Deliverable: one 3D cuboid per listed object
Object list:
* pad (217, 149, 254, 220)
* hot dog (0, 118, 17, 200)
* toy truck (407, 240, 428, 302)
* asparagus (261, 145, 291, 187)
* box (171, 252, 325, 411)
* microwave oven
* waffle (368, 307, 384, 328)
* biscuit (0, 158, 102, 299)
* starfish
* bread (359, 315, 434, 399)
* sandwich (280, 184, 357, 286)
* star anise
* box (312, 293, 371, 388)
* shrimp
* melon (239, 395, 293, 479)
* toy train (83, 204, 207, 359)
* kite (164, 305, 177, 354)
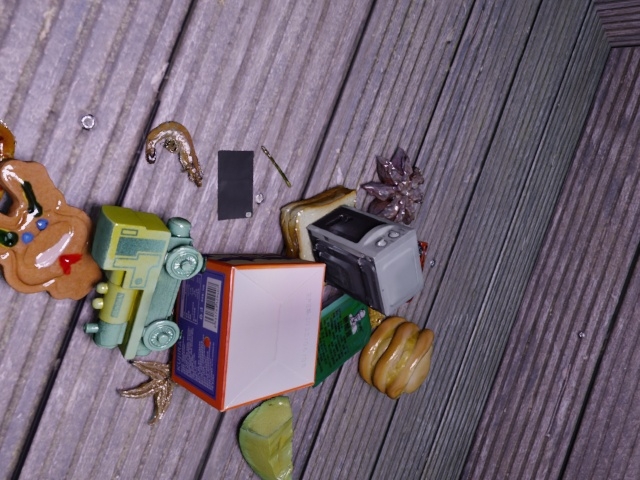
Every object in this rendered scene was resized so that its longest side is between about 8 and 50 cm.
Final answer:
[{"bbox_3d":[-0.233,-0.153,1.270,0.116,0.004,0.193,-10,109,-41],"label":"pad"},{"bbox_3d":[-0.649,-0.120,0.844,0.131,0.069,0.252,13,95,-45],"label":"hot dog"},{"bbox_3d":[0.352,0.119,1.836,0.114,0.107,0.252,4,99,-52],"label":"toy truck"},{"bbox_3d":[-0.127,-0.215,1.347,0.016,0.013,0.166,-59,135,-27],"label":"asparagus"},{"bbox_3d":[-0.195,0.214,1.225,0.319,0.257,0.348,-1,97,-47],"label":"box"},{"bbox_3d":[0.122,0.053,1.331,0.181,0.295,0.237,-32,124,-27],"label":"microwave oven"},{"bbox_3d":[0.195,0.250,1.756,0.197,0.070,0.193,-55,133,-17],"label":"waffle"},{"bbox_3d":[-0.561,0.001,0.926,0.202,0.047,0.334,-53,146,-29],"label":"biscuit"},{"bbox_3d":[-0.422,0.377,1.230,0.227,0.043,0.240,19,83,-42],"label":"starfish"},{"bbox_3d":[0.296,0.452,1.793,0.211,0.270,0.315,37,83,-29],"label":"bread"},{"bbox_3d":[0.000,0.000,1.476,0.271,0.099,0.301,-20,119,-33],"label":"sandwich"},{"bbox_3d":[0.276,-0.170,1.668,0.332,0.118,0.331,-9,105,-37],"label":"star anise"},{"bbox_3d":[0.023,0.315,1.591,0.337,0.106,0.264,-31,123,-34],"label":"box"},{"bbox_3d":[-0.357,-0.197,1.121,0.124,0.034,0.178,-29,120,-30],"label":"shrimp"},{"bbox_3d":[-0.163,0.688,1.523,0.196,0.124,0.323,-23,124,-36],"label":"melon"},{"bbox_3d":[-0.419,0.112,1.054,0.237,0.150,0.369,8,109,-41],"label":"toy train"},{"bbox_3d":[-0.363,0.250,1.274,0.198,0.006,0.244,-5,107,-43],"label":"kite"}]
